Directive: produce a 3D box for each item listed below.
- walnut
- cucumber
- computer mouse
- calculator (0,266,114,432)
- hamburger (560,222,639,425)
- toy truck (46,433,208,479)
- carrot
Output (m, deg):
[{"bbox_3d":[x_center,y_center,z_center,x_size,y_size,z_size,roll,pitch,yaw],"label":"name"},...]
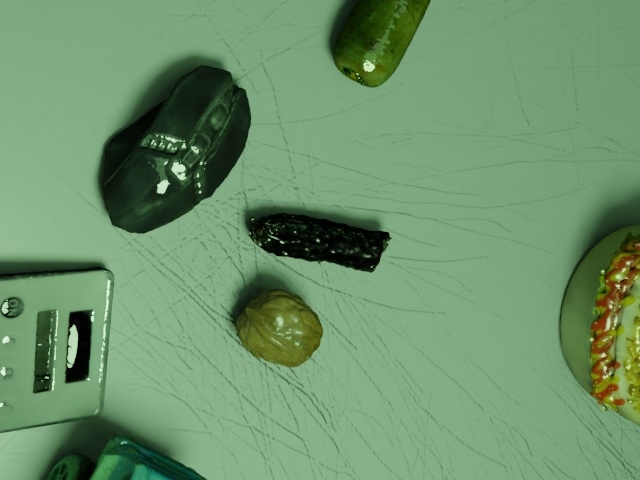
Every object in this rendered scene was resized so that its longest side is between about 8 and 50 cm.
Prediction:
[{"bbox_3d":[-0.044,0.092,1.201,0.096,0.082,0.079,34,110,-34],"label":"walnut"},{"bbox_3d":[0.000,0.000,1.225,0.181,0.053,0.053,11,95,-31],"label":"cucumber"},{"bbox_3d":[-0.138,-0.086,1.112,0.192,0.062,0.106,-50,121,-11],"label":"computer mouse"},{"bbox_3d":[-0.308,0.108,1.051,0.261,0.021,0.161,-5,106,-40],"label":"calculator"},{"bbox_3d":[0.448,0.109,1.445,0.294,0.179,0.276,3,99,-32],"label":"hamburger"},{"bbox_3d":[-0.219,0.334,1.097,0.155,0.156,0.279,35,81,-29],"label":"toy truck"},{"bbox_3d":[0.113,-0.329,1.209,0.074,0.074,0.359,29,83,-33],"label":"carrot"}]
